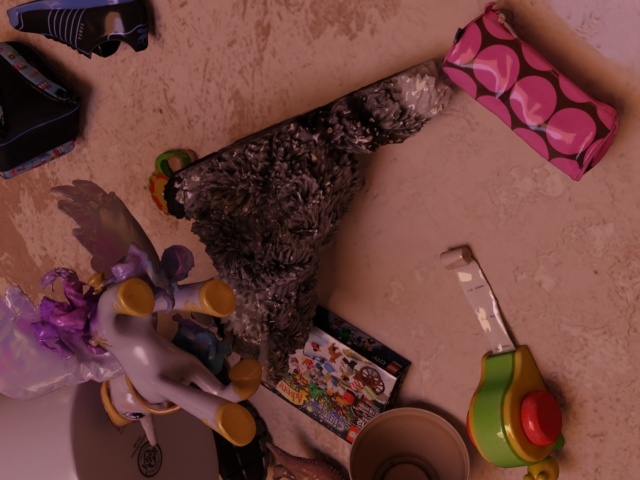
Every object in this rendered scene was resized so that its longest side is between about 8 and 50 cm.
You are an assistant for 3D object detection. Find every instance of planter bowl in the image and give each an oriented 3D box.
[{"bbox_3d":[0.119,0.322,1.683,0.162,0.162,0.109,31,157,17],"label":"planter bowl"}]

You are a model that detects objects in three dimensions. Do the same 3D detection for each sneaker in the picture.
[{"bbox_3d":[-0.334,-0.292,1.687,0.232,0.081,0.091,0,108,34],"label":"sneaker"},{"bbox_3d":[-0.164,0.269,1.893,0.106,0.101,0.267,-19,95,52],"label":"sneaker"}]

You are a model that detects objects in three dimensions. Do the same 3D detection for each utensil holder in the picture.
[{"bbox_3d":[-0.386,0.350,1.782,0.385,0.327,0.328,-21,102,30],"label":"utensil holder"}]

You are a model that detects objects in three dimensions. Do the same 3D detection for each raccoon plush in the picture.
[{"bbox_3d":[0.000,0.000,1.515,0.446,0.216,0.299,-18,100,41],"label":"raccoon plush"}]

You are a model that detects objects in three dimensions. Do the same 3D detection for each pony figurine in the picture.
[{"bbox_3d":[-0.242,0.109,1.482,0.351,0.303,0.363,53,148,-13],"label":"pony figurine"}]

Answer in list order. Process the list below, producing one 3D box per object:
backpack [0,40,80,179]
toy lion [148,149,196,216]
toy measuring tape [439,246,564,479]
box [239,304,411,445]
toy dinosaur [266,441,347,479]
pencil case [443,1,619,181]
[{"bbox_3d":[-0.449,-0.197,1.780,0.173,0.158,0.117,48,152,21],"label":"backpack"},{"bbox_3d":[-0.212,-0.081,1.759,0.096,0.034,0.100,8,120,40],"label":"toy lion"},{"bbox_3d":[0.215,0.174,1.543,0.121,0.121,0.330,-17,105,40],"label":"toy measuring tape"},{"bbox_3d":[0.001,0.178,1.743,0.233,0.044,0.159,31,129,18],"label":"box"},{"bbox_3d":[0.013,0.423,1.831,0.200,0.127,0.296,-7,99,30],"label":"toy dinosaur"},{"bbox_3d":[0.234,-0.164,1.355,0.209,0.095,0.098,41,116,7],"label":"pencil case"}]
